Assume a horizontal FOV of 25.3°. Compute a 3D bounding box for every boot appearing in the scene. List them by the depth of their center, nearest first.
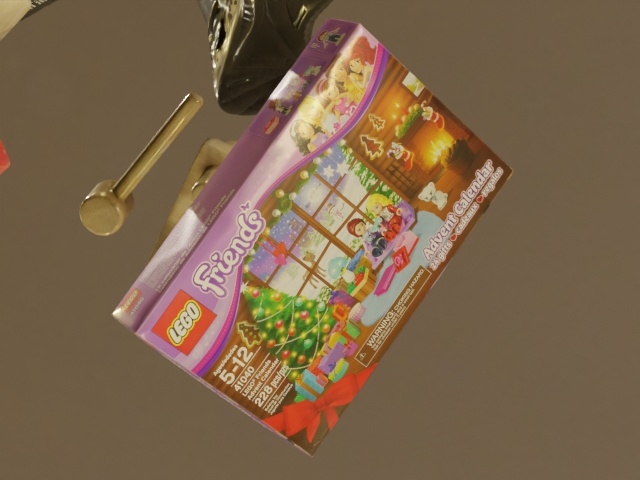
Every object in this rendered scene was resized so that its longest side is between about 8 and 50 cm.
[{"bbox_3d":[-0.073,-0.379,1.775,0.377,0.138,0.284,113,-34,-40],"label":"boot"}]

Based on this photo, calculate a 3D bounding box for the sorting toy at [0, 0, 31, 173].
[{"bbox_3d":[-0.282,-0.016,0.627,0.257,0.255,0.089,-33,-103,40],"label":"sorting toy"}]

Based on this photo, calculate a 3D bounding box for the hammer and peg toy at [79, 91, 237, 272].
[{"bbox_3d":[-0.123,-0.002,1.776,0.266,0.361,0.127,-60,-179,33],"label":"hammer and peg toy"}]

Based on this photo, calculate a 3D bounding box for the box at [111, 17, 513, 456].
[{"bbox_3d":[0.000,0.000,1.138,0.293,0.201,0.057,-55,-149,-6],"label":"box"}]

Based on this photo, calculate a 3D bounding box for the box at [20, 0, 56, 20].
[{"bbox_3d":[-0.340,-0.274,1.330,0.100,0.244,0.060,-25,-108,20],"label":"box"}]
